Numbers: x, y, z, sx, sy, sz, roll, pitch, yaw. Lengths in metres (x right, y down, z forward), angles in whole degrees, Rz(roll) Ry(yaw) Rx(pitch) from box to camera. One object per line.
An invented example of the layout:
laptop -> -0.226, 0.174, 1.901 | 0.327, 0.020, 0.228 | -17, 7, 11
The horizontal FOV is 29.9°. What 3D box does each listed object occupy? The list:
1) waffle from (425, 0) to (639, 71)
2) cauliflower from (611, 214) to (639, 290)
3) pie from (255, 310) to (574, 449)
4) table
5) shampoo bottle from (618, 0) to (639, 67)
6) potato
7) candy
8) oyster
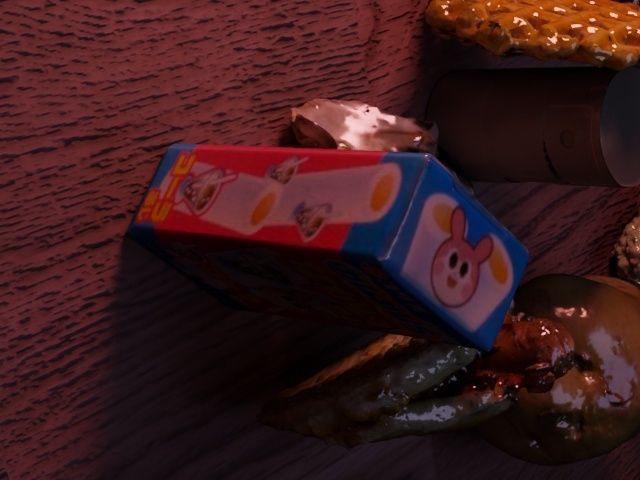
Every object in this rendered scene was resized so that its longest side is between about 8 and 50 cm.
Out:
waffle -> 0.239, -0.227, 1.237 | 0.291, 0.291, 0.051 | -19, 125, -44
cauliflower -> 0.515, 0.051, 1.557 | 0.256, 0.239, 0.315 | 16, 36, -19
pie -> 0.067, 0.127, 1.072 | 0.257, 0.274, 0.106 | -15, 85, -15
table -> 0.235, -0.122, 1.275 | 0.126, 0.220, 0.126 | -5, 97, -45
shampoo bottle -> 0.425, -0.243, 1.578 | 0.057, 0.063, 0.208 | -54, 129, -14
potato -> 0.305, 0.146, 1.386 | 0.351, 0.202, 0.218 | 0, 104, -54
candy -> -0.001, 0.001, 0.980 | 0.157, 0.305, 0.100 | 41, 65, -40
oyster -> 0.100, -0.007, 1.208 | 0.351, 0.114, 0.238 | 39, 32, -55
